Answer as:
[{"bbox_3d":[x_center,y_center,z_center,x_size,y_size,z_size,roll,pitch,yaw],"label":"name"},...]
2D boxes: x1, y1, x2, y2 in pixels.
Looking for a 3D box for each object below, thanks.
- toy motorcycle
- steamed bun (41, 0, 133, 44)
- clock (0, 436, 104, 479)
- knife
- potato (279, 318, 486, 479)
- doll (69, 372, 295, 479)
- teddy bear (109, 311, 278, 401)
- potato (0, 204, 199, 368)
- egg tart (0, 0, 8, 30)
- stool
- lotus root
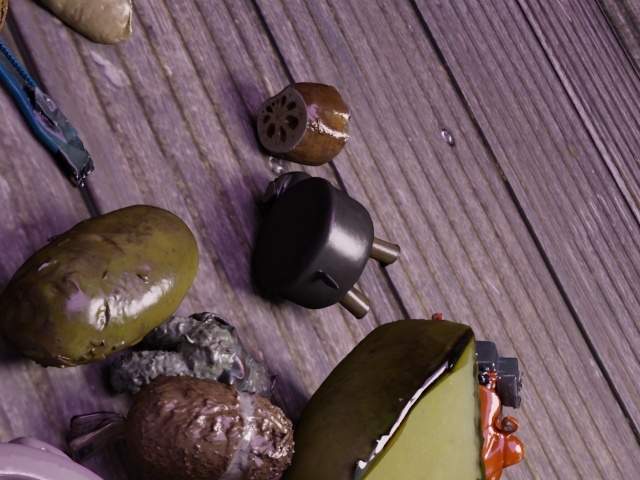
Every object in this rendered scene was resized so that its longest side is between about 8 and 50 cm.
[{"bbox_3d":[0.190,0.238,1.369,0.325,0.148,0.221,-69,158,-59],"label":"toy motorcycle"},{"bbox_3d":[-0.307,-0.385,1.329,0.231,0.110,0.212,36,40,-30],"label":"steamed bun"},{"bbox_3d":[-0.259,0.298,0.853,0.322,0.113,0.295,29,44,-35],"label":"clock"},{"bbox_3d":[-0.348,-0.186,1.195,0.296,0.026,0.044,53,47,-6],"label":"knife"},{"bbox_3d":[0.029,0.278,1.149,0.280,0.213,0.330,-28,115,-45],"label":"potato"},{"bbox_3d":[-0.133,0.187,1.046,0.221,0.115,0.105,12,60,-6],"label":"doll"},{"bbox_3d":[-0.113,0.135,1.149,0.213,0.111,0.133,31,47,-30],"label":"teddy bear"},{"bbox_3d":[-0.218,0.044,1.081,0.149,0.113,0.251,20,31,20],"label":"potato"},{"bbox_3d":[-0.410,-0.314,1.075,0.291,0.107,0.290,7,90,-75],"label":"egg tart"},{"bbox_3d":[0.006,-0.006,1.359,0.139,0.153,0.228,29,44,-33],"label":"stool"},{"bbox_3d":[-0.024,-0.159,1.471,0.081,0.122,0.112,4,69,-46],"label":"lotus root"}]
